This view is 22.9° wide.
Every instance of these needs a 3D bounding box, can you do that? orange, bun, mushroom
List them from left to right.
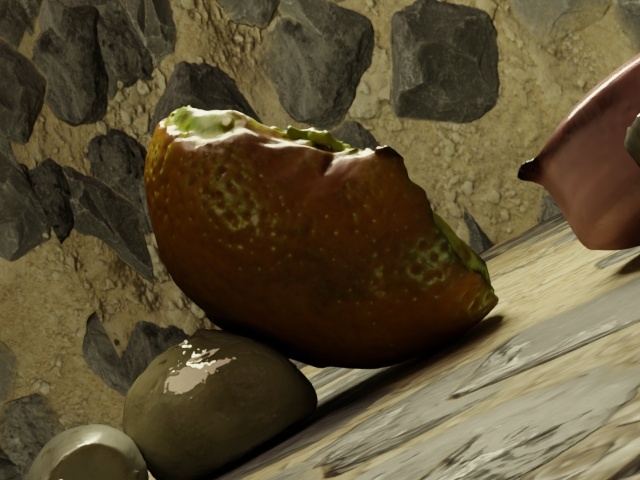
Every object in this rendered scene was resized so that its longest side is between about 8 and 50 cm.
[{"bbox_3d":[-0.202,0.203,1.314,0.116,0.093,0.225,-49,7,-8],"label":"mushroom"},{"bbox_3d":[-0.093,0.133,1.351,0.166,0.113,0.173,-26,-1,-28],"label":"bun"},{"bbox_3d":[-0.005,0.009,1.394,0.334,0.196,0.262,17,0,9],"label":"orange"}]

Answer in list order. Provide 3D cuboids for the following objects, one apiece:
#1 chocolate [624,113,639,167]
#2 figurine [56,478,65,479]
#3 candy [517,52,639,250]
[{"bbox_3d":[0.326,-0.107,0.940,0.185,0.100,0.303,-8,-25,-37],"label":"chocolate"},{"bbox_3d":[-0.147,0.177,0.628,0.154,0.082,0.098,-28,18,7],"label":"figurine"},{"bbox_3d":[0.283,-0.082,1.222,0.255,0.094,0.255,-27,-17,-9],"label":"candy"}]
